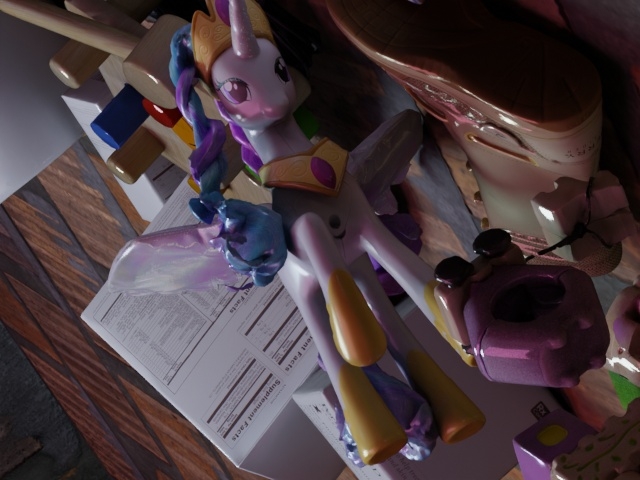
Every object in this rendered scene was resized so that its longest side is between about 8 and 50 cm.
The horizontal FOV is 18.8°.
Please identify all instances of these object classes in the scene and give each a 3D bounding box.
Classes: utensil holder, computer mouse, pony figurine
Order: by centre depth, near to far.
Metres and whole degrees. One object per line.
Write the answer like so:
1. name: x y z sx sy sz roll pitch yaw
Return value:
1. pony figurine: 0.000 0.000 1.525 0.363 0.303 0.351 58 166 20
2. computer mouse: -0.089 -0.221 1.771 0.184 0.060 0.262 44 165 -22
3. utensil holder: -0.468 -0.223 2.236 0.385 0.327 0.327 52 163 -11

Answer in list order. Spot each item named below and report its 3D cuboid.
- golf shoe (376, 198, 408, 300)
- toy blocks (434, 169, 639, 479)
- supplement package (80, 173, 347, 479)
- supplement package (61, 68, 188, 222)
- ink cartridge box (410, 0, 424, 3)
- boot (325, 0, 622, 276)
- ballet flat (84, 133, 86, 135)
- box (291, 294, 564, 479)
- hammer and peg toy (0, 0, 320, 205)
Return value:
1. golf shoe: 0.035 0.001 1.875 0.094 0.077 0.198 43 160 23
2. toy blocks: 0.281 0.106 1.146 0.260 0.288 0.309 33 153 52
3. supplement package: -0.067 0.101 2.033 0.262 0.198 0.199 39 -176 31
4. supplement package: -0.181 -0.113 2.119 0.105 0.105 0.179 18 143 58
5. ink cartridge box: -0.096 -0.320 1.396 0.330 0.071 0.324 28 171 47
6. boot: 0.118 -0.093 1.456 0.262 0.095 0.203 33 158 36
7. ballet flat: -0.367 -0.163 2.527 0.080 0.073 0.232 56 162 -18
8. box: 0.104 0.159 1.852 0.181 0.182 0.119 51 163 -4
9. hammer and peg toy: -0.124 -0.134 1.744 0.266 0.127 0.361 34 164 26
